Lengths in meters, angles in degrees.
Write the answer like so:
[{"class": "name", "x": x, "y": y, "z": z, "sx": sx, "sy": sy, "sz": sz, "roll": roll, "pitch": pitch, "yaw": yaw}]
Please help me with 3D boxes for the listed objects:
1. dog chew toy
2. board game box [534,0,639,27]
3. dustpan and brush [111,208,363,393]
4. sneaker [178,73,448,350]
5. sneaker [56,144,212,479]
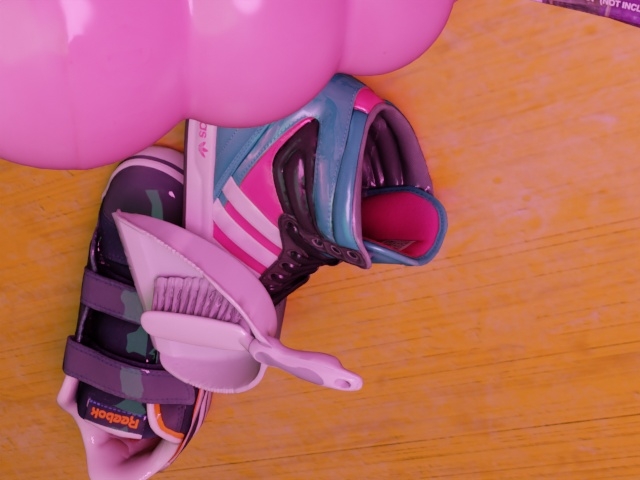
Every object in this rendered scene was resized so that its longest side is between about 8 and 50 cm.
[{"class": "dog chew toy", "x": -0.072, "y": -0.154, "z": 0.666, "sx": 0.332, "sy": 0.206, "sz": 0.206, "roll": -8, "pitch": 127, "yaw": -12}, {"class": "board game box", "x": -0.034, "y": -0.199, "z": 0.353, "sx": 0.347, "sy": 0.056, "sz": 0.208, "roll": 19, "pitch": 132, "yaw": 26}, {"class": "dustpan and brush", "x": -0.058, "y": 0.063, "z": 0.785, "sx": 0.211, "sy": 0.060, "sz": 0.147, "roll": 9, "pitch": 130, "yaw": 24}, {"class": "sneaker", "x": 0.000, "y": 0.000, "z": 0.828, "sx": 0.178, "sy": 0.124, "sz": 0.295, "roll": 19, "pitch": 128, "yaw": 22}, {"class": "sneaker", "x": -0.146, "y": 0.082, "z": 0.943, "sx": 0.126, "sy": 0.127, "sz": 0.321, "roll": 15, "pitch": 127, "yaw": 15}]
